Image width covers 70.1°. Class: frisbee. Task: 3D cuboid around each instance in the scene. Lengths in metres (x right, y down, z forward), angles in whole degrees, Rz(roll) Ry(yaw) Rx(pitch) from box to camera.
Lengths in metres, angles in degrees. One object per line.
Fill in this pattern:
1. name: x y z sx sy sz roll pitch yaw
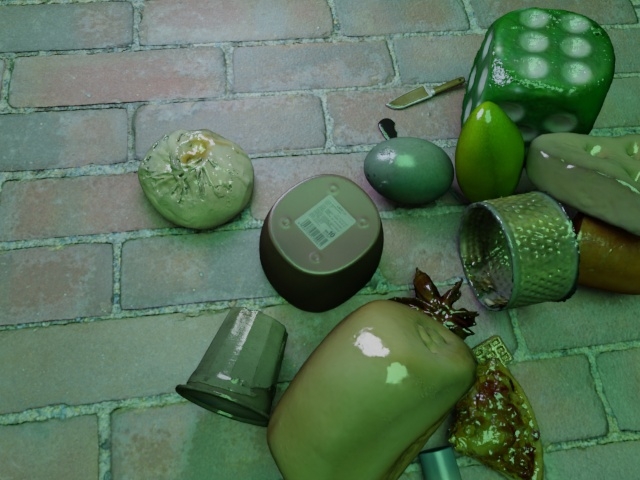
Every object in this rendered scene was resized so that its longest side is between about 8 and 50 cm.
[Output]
1. frisbee: 0.213 -0.231 1.267 0.211 0.012 0.187 37 72 9

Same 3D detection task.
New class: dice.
1. dice: 0.551 -0.400 1.202 0.287 0.300 0.297 13 69 4

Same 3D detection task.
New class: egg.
1. egg: 0.224 -0.176 1.158 0.237 0.169 0.169 3 68 -16

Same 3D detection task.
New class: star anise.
1. star anise: 0.240 0.214 1.033 0.238 0.148 0.346 -8 71 17

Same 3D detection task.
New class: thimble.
1. thimble: 0.442 0.027 1.047 0.150 0.271 0.270 -10 70 -6

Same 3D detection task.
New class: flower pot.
1. flower pot: -0.159 0.263 0.963 0.213 0.212 0.202 21 59 5

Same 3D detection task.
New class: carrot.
1. carrot: 0.730 0.031 1.103 0.332 0.214 0.193 11 110 5

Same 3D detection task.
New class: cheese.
1. cheese: 0.666 -0.176 1.077 0.328 0.129 0.351 29 47 20

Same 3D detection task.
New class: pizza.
1. pizza: 0.371 0.397 0.970 0.229 0.081 0.289 -7 75 -20

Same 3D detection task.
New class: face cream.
1. face cream: 0.270 0.558 0.928 0.077 0.077 0.250 -10 70 -7

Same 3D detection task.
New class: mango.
1. mango: 0.408 -0.209 1.102 0.156 0.343 0.192 16 75 26

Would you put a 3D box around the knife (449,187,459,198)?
1. knife: 0.348 -0.149 1.247 0.014 0.005 0.091 -35 74 -14

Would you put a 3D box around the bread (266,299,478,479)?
1. bread: 0.080 0.296 0.833 0.253 0.348 0.376 38 106 25

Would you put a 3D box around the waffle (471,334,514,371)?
1. waffle: 0.388 0.289 1.072 0.135 0.021 0.092 -26 71 -12

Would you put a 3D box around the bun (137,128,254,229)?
1. bun: -0.307 -0.168 1.138 0.288 0.146 0.287 2 70 -5

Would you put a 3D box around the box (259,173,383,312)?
1. box: 0.000 0.000 1.058 0.301 0.216 0.300 1 70 -2

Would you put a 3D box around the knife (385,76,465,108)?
1. knife: 0.309 -0.437 1.347 0.256 0.022 0.046 -23 79 -7
